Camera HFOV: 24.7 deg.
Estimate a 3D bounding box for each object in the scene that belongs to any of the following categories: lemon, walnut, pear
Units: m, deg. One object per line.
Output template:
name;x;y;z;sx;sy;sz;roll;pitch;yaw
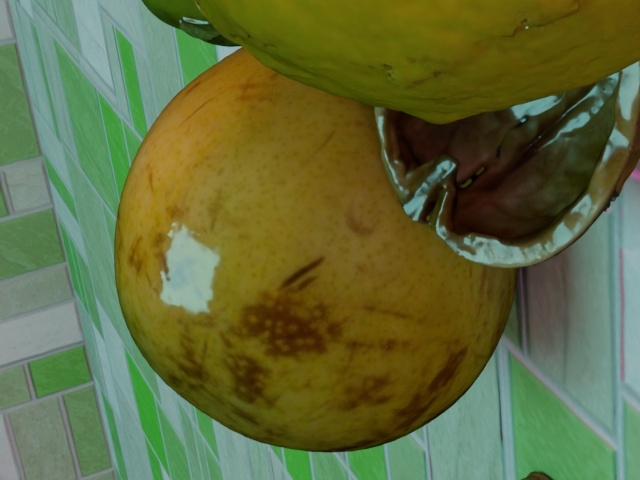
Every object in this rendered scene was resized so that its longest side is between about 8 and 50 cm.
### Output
lemon;0.063;-0.176;0.584;0.284;0.260;0.260;14;124;39
walnut;0.122;-0.081;0.779;0.167;0.087;0.211;62;141;21
pear;0.000;0.000;0.962;0.281;0.281;0.280;163;90;-73

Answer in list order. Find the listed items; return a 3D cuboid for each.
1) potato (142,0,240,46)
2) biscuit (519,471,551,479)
potato;-0.031;-0.240;0.966;0.148;0.186;0.253;38;129;-7
biscuit;0.195;0.265;1.007;0.162;0.035;0.250;86;157;-48
